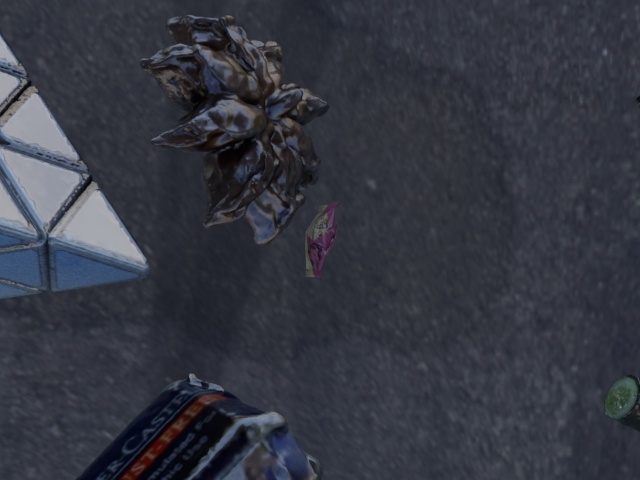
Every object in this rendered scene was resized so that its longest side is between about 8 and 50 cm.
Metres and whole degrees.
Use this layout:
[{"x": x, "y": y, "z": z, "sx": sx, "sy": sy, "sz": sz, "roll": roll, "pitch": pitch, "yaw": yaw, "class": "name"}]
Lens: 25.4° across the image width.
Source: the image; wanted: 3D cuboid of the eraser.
[{"x": -0.156, "y": 0.248, "z": 1.065, "sx": 0.332, "sy": 0.101, "sz": 0.155, "roll": -45, "pitch": 29, "yaw": -21, "class": "eraser"}]

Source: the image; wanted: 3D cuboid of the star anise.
[{"x": -0.068, "y": -0.122, "z": 1.376, "sx": 0.109, "sy": 0.223, "sz": 0.236, "roll": -26, "pitch": 23, "yaw": 28, "class": "star anise"}]

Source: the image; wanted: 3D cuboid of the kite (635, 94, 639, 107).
[{"x": 0.355, "y": -0.158, "z": 0.880, "sx": 0.321, "sy": 0.016, "sz": 0.234, "roll": -4, "pitch": 71, "yaw": 14, "class": "kite"}]

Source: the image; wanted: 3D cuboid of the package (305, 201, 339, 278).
[{"x": 0.000, "y": 0.000, "z": 1.519, "sx": 0.029, "sy": 0.059, "sz": 0.083, "roll": 12, "pitch": 85, "yaw": -19, "class": "package"}]

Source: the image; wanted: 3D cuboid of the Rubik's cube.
[{"x": -0.318, "y": -0.046, "z": 1.197, "sx": 0.228, "sy": 0.228, "sz": 0.233, "roll": -30, "pitch": 30, "yaw": -18, "class": "Rubik's cube"}]

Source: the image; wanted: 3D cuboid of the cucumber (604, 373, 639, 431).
[{"x": 0.235, "y": 0.121, "z": 0.892, "sx": 0.133, "sy": 0.032, "sz": 0.032, "roll": 26, "pitch": 74, "yaw": -26, "class": "cucumber"}]
